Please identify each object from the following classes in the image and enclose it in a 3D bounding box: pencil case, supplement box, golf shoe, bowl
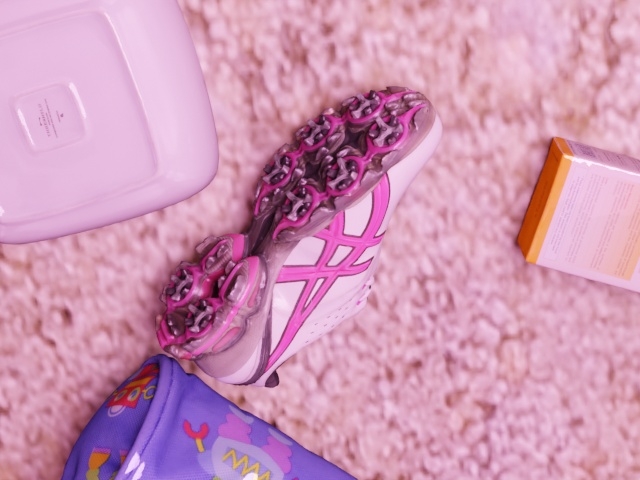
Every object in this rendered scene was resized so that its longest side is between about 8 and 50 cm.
[{"bbox_3d":[-0.005,0.194,0.690,0.306,0.133,0.119,36,135,-10],"label":"pencil case"},{"bbox_3d":[0.160,-0.009,0.663,0.098,0.036,0.062,16,109,-4],"label":"supplement box"},{"bbox_3d":[0.000,0.000,0.663,0.186,0.067,0.086,-46,129,15],"label":"golf shoe"},{"bbox_3d":[-0.131,-0.068,0.641,0.142,0.053,0.142,-15,107,6],"label":"bowl"}]
